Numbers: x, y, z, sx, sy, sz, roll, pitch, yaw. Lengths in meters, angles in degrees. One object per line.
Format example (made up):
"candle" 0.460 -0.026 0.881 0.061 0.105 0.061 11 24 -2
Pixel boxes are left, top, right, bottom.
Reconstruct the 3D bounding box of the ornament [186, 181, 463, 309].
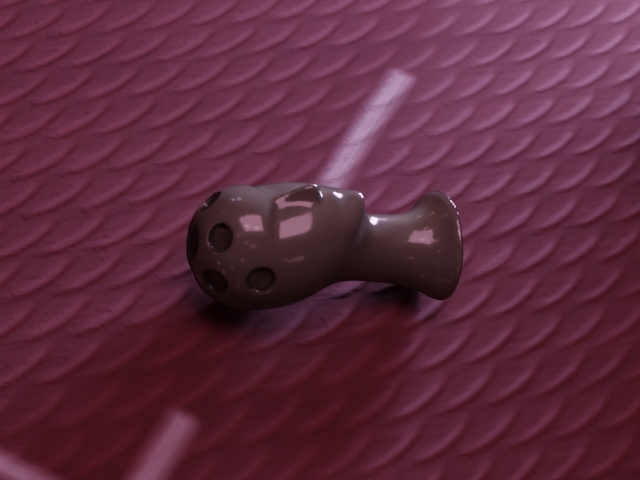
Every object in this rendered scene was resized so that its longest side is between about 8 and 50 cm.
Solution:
"ornament" 0.000 0.000 1.138 0.156 0.081 0.075 1 40 -23
